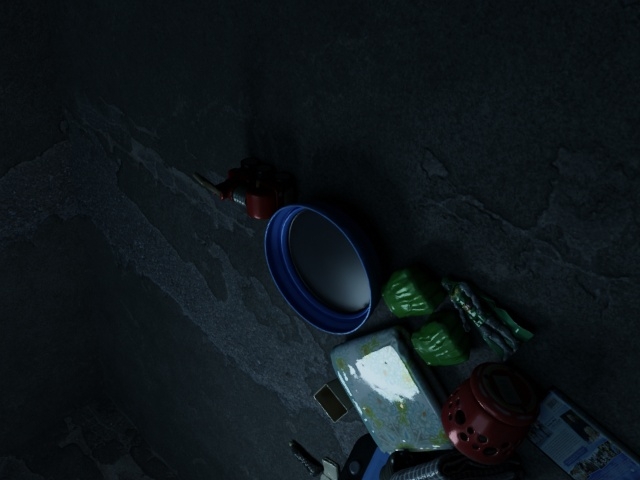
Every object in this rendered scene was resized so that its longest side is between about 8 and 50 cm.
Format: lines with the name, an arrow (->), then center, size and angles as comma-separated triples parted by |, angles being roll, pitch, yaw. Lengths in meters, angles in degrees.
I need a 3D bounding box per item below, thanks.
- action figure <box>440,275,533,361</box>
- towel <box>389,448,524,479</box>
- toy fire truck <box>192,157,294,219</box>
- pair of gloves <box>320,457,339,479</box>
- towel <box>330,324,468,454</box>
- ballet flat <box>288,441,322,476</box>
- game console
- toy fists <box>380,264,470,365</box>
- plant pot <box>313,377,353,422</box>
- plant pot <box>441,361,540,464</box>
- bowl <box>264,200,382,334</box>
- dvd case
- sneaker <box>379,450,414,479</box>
action figure -> 0.369, 0.171, 1.345 | 0.232, 0.063, 0.137 | 48, 143, 21
towel -> 0.344, 0.607, 1.474 | 0.235, 0.284, 0.121 | -48, 49, 45
toy fire truck -> -0.225, -0.143, 1.645 | 0.217, 0.246, 0.158 | 28, 131, 34
pair of gloves -> 0.088, 0.930, 2.116 | 0.240, 0.042, 0.204 | 27, 130, 36
towel -> 0.215, 0.436, 1.650 | 0.320, 0.090, 0.374 | -31, 88, 48
ballet flat -> -0.060, 0.841, 2.232 | 0.173, 0.049, 0.057 | 39, 169, 30
game console -> 0.203, 0.791, 1.703 | 0.387, 0.342, 0.060 | 17, 157, 41
toy fists -> 0.271, 0.187, 1.432 | 0.279, 0.096, 0.142 | 58, 151, 1
plant pot -> 0.062, 0.494, 1.836 | 0.109, 0.096, 0.109 | 49, 139, 13
plant pot -> 0.404, 0.395, 1.344 | 0.191, 0.191, 0.174 | 41, 129, 23
bowl -> 0.007, 0.071, 1.586 | 0.391, 0.077, 0.391 | 26, 131, 34
dvd case -> 0.587, 0.469, 1.315 | 0.253, 0.022, 0.180 | 41, 138, 22
sneaker -> 0.259, 0.710, 1.583 | 0.286, 0.109, 0.130 | 48, 140, 43
